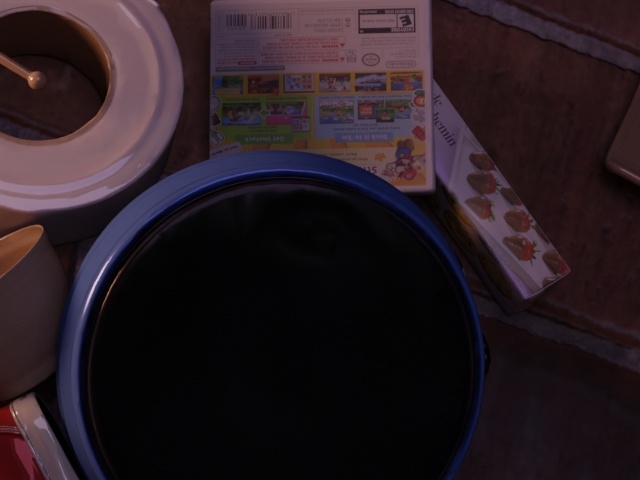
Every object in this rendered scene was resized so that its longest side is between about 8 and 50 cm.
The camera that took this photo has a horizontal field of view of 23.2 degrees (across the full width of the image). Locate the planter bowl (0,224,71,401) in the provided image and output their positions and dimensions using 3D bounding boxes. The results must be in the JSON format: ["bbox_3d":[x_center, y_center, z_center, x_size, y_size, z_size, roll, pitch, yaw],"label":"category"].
[{"bbox_3d":[-0.288,0.077,1.412,0.162,0.162,0.109,-40,108,-23],"label":"planter bowl"}]

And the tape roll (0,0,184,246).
[{"bbox_3d":[-0.277,-0.142,1.518,0.286,0.100,0.286,4,68,-10],"label":"tape roll"}]

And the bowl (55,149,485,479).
[{"bbox_3d":[-0.037,0.115,1.382,0.391,0.077,0.391,-1,94,-11],"label":"bowl"}]

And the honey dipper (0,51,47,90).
[{"bbox_3d":[-0.326,-0.186,1.455,0.161,0.030,0.030,33,66,-1],"label":"honey dipper"}]

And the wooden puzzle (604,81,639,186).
[{"bbox_3d":[0.440,-0.112,1.699,0.221,0.044,0.238,29,62,0],"label":"wooden puzzle"}]

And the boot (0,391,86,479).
[{"bbox_3d":[-0.270,0.281,1.375,0.176,0.088,0.244,-30,87,-5],"label":"boot"}]

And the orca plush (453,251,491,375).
[{"bbox_3d":[0.088,0.120,1.495,0.151,0.102,0.287,29,66,0],"label":"orca plush"}]

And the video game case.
[{"bbox_3d":[0.001,-0.145,1.572,0.227,0.026,0.206,-1,80,3],"label":"video game case"}]

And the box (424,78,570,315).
[{"bbox_3d":[0.133,-0.074,1.601,0.063,0.067,0.324,-30,79,-20],"label":"box"}]
